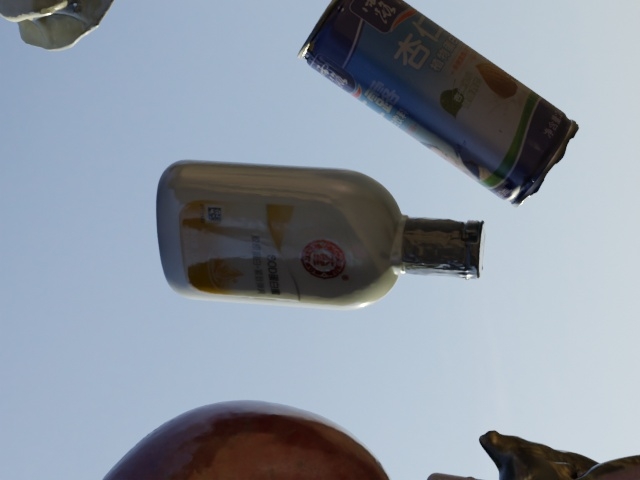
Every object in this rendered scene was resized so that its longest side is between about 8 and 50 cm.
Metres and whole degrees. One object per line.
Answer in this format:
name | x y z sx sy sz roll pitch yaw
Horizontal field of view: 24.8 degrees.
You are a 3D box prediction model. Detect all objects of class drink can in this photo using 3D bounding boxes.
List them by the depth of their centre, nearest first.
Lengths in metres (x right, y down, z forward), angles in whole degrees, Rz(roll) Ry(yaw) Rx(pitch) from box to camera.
drink can | 0.101 -0.130 1.257 0.235 0.097 0.097 35 -149 -3

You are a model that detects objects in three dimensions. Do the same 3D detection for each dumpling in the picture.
dumpling | -0.249 -0.251 1.351 0.150 0.176 0.092 44 -160 28

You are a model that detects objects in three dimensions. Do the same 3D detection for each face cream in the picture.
face cream | 0.000 0.000 1.301 0.071 0.291 0.144 -70 -18 -57

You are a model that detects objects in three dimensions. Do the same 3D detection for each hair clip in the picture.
hair clip | 0.276 0.201 1.199 0.358 0.095 0.110 8 -78 -33

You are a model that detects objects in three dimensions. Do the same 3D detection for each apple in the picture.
apple | -0.076 0.314 1.305 0.269 0.344 0.345 112 149 -81

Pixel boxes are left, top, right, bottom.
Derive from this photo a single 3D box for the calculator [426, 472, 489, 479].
calculator | 0.216 0.394 2.113 0.032 0.175 0.100 31 -114 -59
